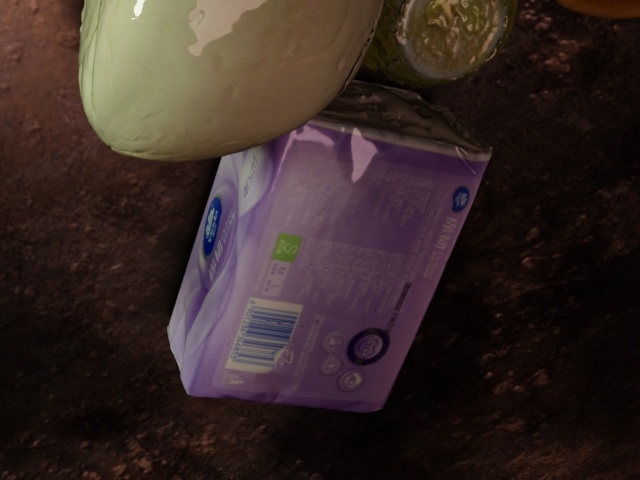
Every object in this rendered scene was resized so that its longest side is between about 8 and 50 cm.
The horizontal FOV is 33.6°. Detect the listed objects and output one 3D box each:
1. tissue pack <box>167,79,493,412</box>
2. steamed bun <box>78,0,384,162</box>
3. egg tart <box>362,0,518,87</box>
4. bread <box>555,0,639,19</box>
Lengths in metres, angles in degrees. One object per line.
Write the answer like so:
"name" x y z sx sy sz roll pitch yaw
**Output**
"tissue pack" 0.000 0.000 1.121 0.242 0.160 0.338 9 116 -26
"steamed bun" -0.064 -0.216 0.876 0.232 0.312 0.334 9 124 -20
"egg tart" 0.123 -0.234 1.071 0.197 0.078 0.197 -10 123 -16
"bread" 0.316 -0.289 1.108 0.189 0.077 0.114 -3 141 -19
